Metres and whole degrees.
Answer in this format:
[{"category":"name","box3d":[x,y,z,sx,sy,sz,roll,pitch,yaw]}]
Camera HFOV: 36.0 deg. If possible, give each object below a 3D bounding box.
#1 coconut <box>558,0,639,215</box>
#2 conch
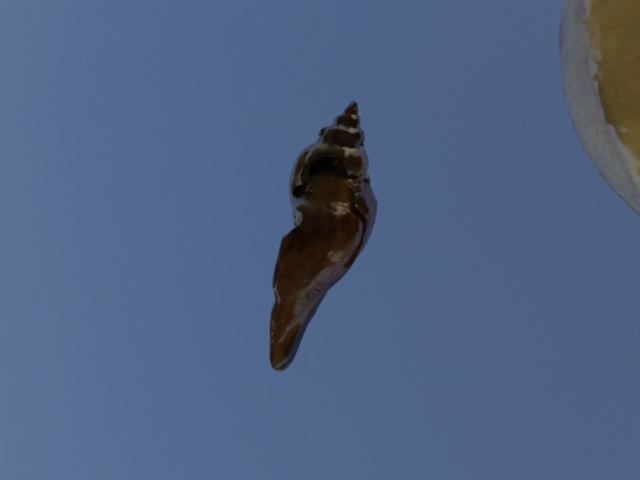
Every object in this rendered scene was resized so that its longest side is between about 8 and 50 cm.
[{"category":"coconut","box3d":[0.392,-0.166,0.741,0.415,0.345,0.415,18,-66,45]},{"category":"conch","box3d":[0.004,-0.001,0.842,0.080,0.086,0.232,6,-100,13]}]
